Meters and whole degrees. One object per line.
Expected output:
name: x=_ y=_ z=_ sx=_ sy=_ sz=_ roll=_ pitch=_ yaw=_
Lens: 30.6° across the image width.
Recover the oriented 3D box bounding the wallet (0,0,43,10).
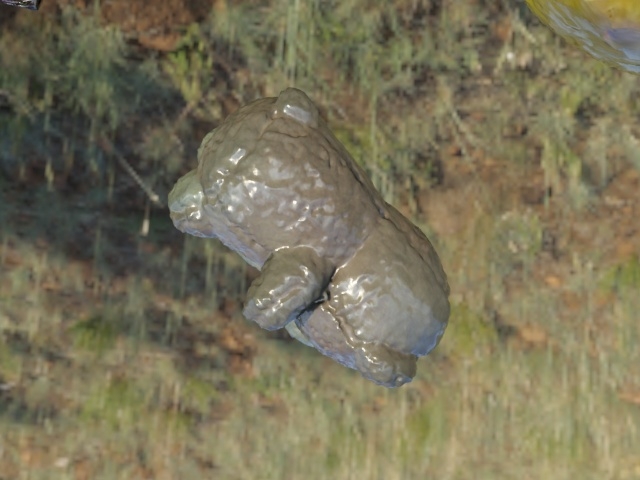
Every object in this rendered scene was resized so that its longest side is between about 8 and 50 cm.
wallet: x=-0.278 y=-0.219 z=0.738 sx=0.232 sy=0.122 sz=0.031 roll=10 pitch=148 yaw=-8

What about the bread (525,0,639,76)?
bread: x=0.232 y=-0.202 z=0.778 sx=0.197 sy=0.170 sz=0.197 roll=24 pitch=172 yaw=3

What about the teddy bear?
teddy bear: x=0.000 y=-0.001 z=1.012 sx=0.151 sy=0.236 sz=0.267 roll=-26 pitch=113 yaw=31
